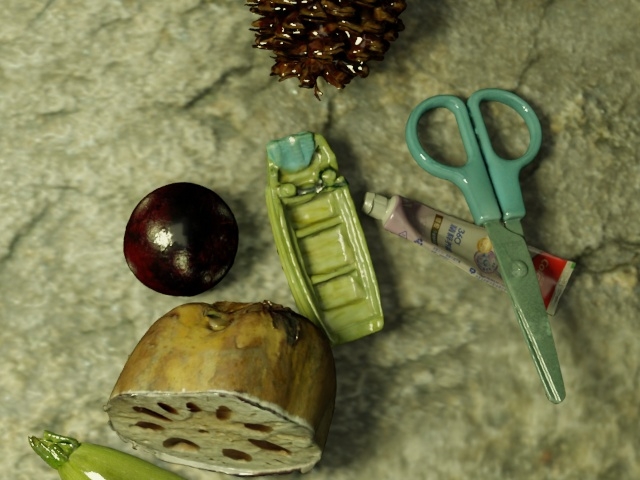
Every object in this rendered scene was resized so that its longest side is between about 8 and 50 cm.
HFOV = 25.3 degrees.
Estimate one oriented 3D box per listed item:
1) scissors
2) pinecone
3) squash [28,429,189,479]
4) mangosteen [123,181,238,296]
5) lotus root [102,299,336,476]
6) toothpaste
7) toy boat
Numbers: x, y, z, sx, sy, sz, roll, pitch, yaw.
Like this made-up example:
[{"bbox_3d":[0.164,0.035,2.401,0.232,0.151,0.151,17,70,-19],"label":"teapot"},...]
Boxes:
[{"bbox_3d":[0.246,0.002,1.868,0.193,0.029,0.447,-8,69,-17],"label":"scissors"},{"bbox_3d":[0.002,-0.292,1.840,0.221,0.221,0.221,2,79,-10],"label":"pinecone"},{"bbox_3d":[-0.206,0.322,1.745,0.341,0.094,0.094,24,76,-8],"label":"squash"},{"bbox_3d":[-0.181,-0.003,1.791,0.152,0.152,0.152,2,79,-10],"label":"mangosteen"},{"bbox_3d":[-0.112,0.163,1.722,0.272,0.272,0.192,16,67,-7],"label":"lotus root"},{"bbox_3d":[0.193,0.007,1.897,0.301,0.048,0.075,23,72,-8],"label":"toothpaste"},{"bbox_3d":[-0.002,0.000,1.846,0.111,0.084,0.276,-18,87,-16],"label":"toy boat"}]
